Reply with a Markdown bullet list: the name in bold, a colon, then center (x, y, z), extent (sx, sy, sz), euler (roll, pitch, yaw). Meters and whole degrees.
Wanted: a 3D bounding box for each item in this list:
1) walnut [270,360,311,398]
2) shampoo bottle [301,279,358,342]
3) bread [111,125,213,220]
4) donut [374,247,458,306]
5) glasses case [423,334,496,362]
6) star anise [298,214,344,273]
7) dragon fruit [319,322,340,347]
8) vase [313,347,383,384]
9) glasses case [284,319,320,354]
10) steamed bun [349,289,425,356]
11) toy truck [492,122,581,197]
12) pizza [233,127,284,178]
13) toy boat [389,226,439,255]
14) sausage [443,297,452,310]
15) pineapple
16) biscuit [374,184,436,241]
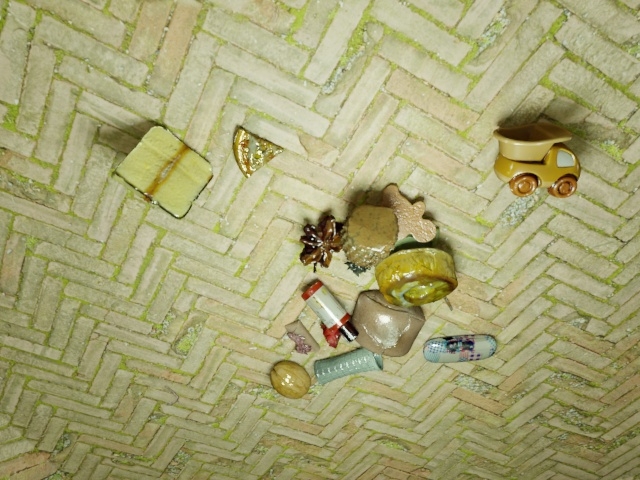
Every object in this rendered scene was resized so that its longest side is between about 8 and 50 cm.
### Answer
- **walnut**: center (-0.139, 0.652, 2.061), extent (0.207, 0.159, 0.159), euler (33, 116, -18)
- **shampoo bottle**: center (0.047, 0.298, 1.806), extent (0.104, 0.104, 0.278), euler (-43, 87, 23)
- **bread**: center (-0.514, -0.219, 1.463), extent (0.264, 0.236, 0.198), euler (37, 115, -21)
- **donut**: center (0.367, 0.155, 1.702), extent (0.331, 0.159, 0.330), euler (-3, 152, -1)
- **glasses case**: center (0.634, 0.496, 2.011), extent (0.328, 0.076, 0.125), euler (-5, 121, 3)
- **star anise**: center (0.000, 0.000, 1.666), extent (0.220, 0.126, 0.190), euler (-44, 144, -1)
- **dragon fruit**: center (0.045, 0.385, 1.913), extent (0.111, 0.153, 0.152), euler (18, 122, 9)
- **vase**: center (0.123, 0.569, 2.022), extent (0.299, 0.143, 0.143), euler (-22, 120, 15)
- **glasses case**: center (-0.093, 0.453, 1.984), extent (0.103, 0.070, 0.193), euler (-24, 119, 16)
- **steamed bun**: center (0.278, 0.361, 1.853), extent (0.302, 0.199, 0.251), euler (17, 120, -10)
- **toy truck**: center (0.709, -0.265, 1.463), extent (0.289, 0.204, 0.211), euler (-1, 120, 2)
- **pizza**: center (-0.216, -0.295, 1.536), extent (0.176, 0.036, 0.184), euler (5, 122, -4)
- **toy boat**: center (0.324, 0.007, 1.701), extent (0.277, 0.084, 0.111), euler (-3, 124, 0)
- **sausage**: center (0.550, 0.272, 1.907), extent (0.015, 0.015, 0.100), euler (-26, 118, 15)
- **pineapple**: center (0.160, 0.019, 1.616), extent (0.202, 0.201, 0.362), euler (5, 155, -3)
- **biscuit**: center (0.314, -0.083, 1.624), extent (0.250, 0.036, 0.165), euler (33, 99, 0)
